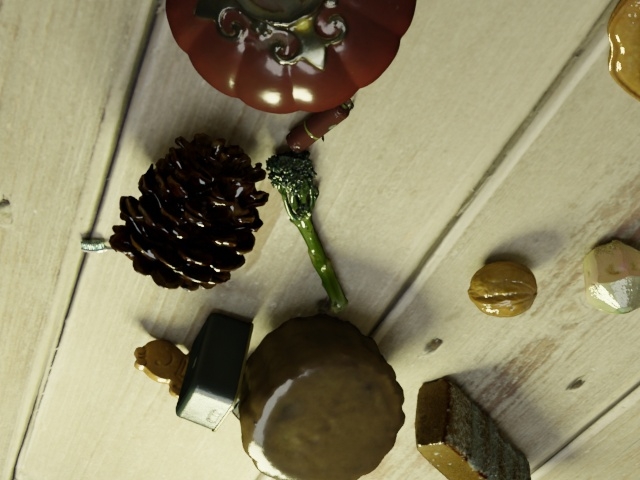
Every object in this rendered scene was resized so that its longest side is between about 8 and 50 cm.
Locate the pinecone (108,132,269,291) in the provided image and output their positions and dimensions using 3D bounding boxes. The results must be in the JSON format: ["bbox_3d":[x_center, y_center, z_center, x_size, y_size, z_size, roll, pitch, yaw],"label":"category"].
[{"bbox_3d":[-0.195,-0.037,1.399,0.224,0.224,0.272,31,117,-26],"label":"pinecone"}]

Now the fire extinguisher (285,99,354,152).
[{"bbox_3d":[0.005,-0.180,1.359,0.132,0.039,0.056,-34,158,33],"label":"fire extinguisher"}]

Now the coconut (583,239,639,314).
[{"bbox_3d":[0.510,0.071,1.533,0.116,0.122,0.116,2,138,2],"label":"coconut"}]

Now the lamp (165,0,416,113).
[{"bbox_3d":[-0.036,-0.301,1.063,0.303,0.257,0.303,0,97,3],"label":"lamp"}]

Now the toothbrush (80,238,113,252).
[{"bbox_3d":[-0.299,0.003,1.593,0.269,0.021,0.027,-4,142,7],"label":"toothbrush"}]

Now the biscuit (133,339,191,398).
[{"bbox_3d":[-0.281,0.258,1.797,0.184,0.133,0.027,38,123,3],"label":"biscuit"}]

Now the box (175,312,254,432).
[{"bbox_3d":[-0.206,0.249,1.725,0.090,0.201,0.144,21,136,-13],"label":"box"}]

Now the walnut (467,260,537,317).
[{"bbox_3d":[0.320,0.086,1.584,0.124,0.105,0.105,0,140,26],"label":"walnut"}]

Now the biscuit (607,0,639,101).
[{"bbox_3d":[0.467,-0.274,1.230,0.142,0.029,0.220,-6,136,10],"label":"biscuit"}]

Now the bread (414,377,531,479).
[{"bbox_3d":[0.339,0.467,1.946,0.113,0.165,0.416,-21,133,26],"label":"bread"}]

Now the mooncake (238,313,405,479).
[{"bbox_3d":[-0.007,0.308,1.728,0.324,0.187,0.324,-7,119,-12],"label":"mooncake"}]

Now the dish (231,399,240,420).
[{"bbox_3d":[-0.108,0.319,1.888,0.191,0.066,0.190,1,134,1],"label":"dish"}]

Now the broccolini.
[{"bbox_3d":[-0.005,0.002,1.529,0.079,0.074,0.392,-5,136,19],"label":"broccolini"}]
